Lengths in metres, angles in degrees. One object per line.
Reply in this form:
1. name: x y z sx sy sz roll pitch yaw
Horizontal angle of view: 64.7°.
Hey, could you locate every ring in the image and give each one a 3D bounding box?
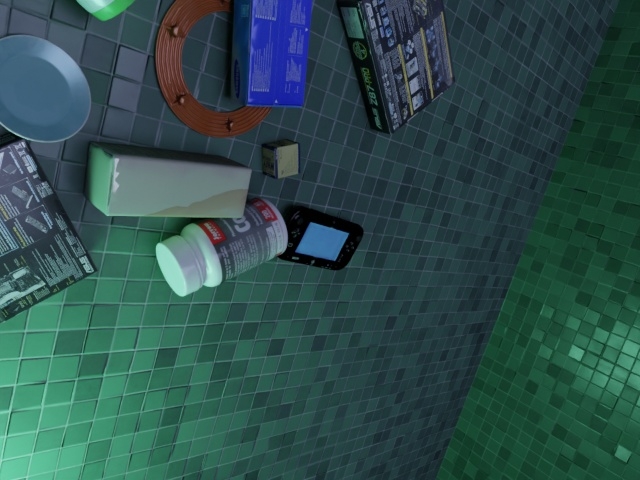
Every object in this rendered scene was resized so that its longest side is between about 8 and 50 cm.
1. ring: -0.209 -0.399 1.144 0.337 0.032 0.336 -19 121 -35

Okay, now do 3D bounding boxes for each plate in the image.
1. plate: -0.506 -0.267 0.901 0.188 0.024 0.188 3 86 -49

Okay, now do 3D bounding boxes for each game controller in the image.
1. game controller: 0.000 0.000 1.509 0.319 0.067 0.166 15 99 -45

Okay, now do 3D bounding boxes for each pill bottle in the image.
1. pill bottle: -0.235 0.013 1.223 0.283 0.161 0.161 -27 126 -33

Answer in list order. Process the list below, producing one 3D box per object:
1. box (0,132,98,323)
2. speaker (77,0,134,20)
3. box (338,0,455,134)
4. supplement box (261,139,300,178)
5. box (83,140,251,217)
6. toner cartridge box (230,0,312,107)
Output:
1. box: -0.596 -0.011 0.932 0.243 0.077 0.307 -34 129 -27
2. speaker: -0.427 -0.515 0.815 0.131 0.131 0.296 -52 135 -12
3. box: 0.234 -0.554 1.443 0.318 0.097 0.394 -41 132 -20
4. supplement box: -0.102 -0.212 1.317 0.083 0.056 0.083 -20 122 -36
5. box: -0.322 -0.126 1.088 0.311 0.148 0.121 -1 110 -42
6. toner cartridge box: -0.107 -0.479 1.126 0.165 0.075 0.347 -10 116 -39
